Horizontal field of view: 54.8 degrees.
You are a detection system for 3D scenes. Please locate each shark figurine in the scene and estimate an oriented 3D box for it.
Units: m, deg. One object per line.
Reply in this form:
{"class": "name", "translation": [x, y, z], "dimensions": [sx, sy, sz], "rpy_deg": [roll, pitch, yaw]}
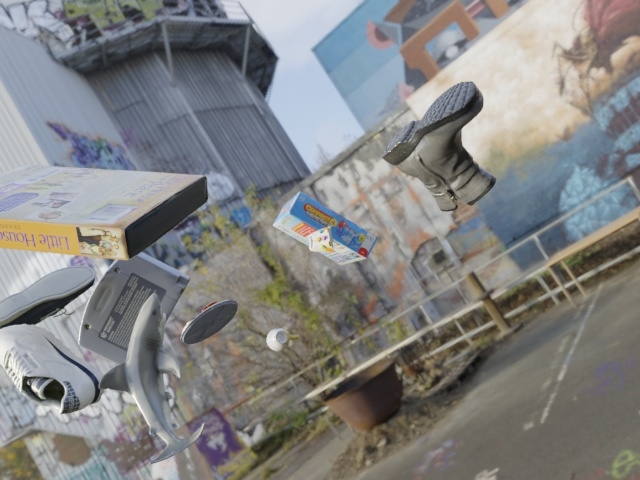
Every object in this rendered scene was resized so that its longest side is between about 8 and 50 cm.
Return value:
{"class": "shark figurine", "translation": [-0.288, 0.243, 0.985], "dimensions": [0.116, 0.278, 0.166], "rpy_deg": [3, -41, -35]}

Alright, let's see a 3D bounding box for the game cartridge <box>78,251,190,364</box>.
{"class": "game cartridge", "translation": [-0.484, 0.172, 1.573], "dimensions": [0.297, 0.198, 0.062], "rpy_deg": [-59, 6, 13]}

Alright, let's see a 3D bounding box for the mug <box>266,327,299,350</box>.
{"class": "mug", "translation": [-0.102, 0.257, 1.650], "dimensions": [0.078, 0.062, 0.064], "rpy_deg": [-35, -5, -19]}

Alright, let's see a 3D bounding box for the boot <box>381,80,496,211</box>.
{"class": "boot", "translation": [0.295, -0.188, 1.310], "dimensions": [0.118, 0.223, 0.338], "rpy_deg": [-55, 9, -20]}

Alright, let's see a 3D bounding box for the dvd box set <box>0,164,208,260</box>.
{"class": "dvd box set", "translation": [-0.461, -0.065, 1.139], "dimensions": [0.421, 0.062, 0.307], "rpy_deg": [4, 23, 14]}

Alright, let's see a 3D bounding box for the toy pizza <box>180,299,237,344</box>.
{"class": "toy pizza", "translation": [-0.341, 0.242, 1.880], "dimensions": [0.201, 0.032, 0.201], "rpy_deg": [-34, -21, -15]}

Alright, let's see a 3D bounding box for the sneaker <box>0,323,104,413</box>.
{"class": "sneaker", "translation": [-0.482, 0.215, 1.044], "dimensions": [0.095, 0.235, 0.090], "rpy_deg": [-23, -47, -66]}

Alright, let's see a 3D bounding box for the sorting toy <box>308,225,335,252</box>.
{"class": "sorting toy", "translation": [0.000, 0.000, 1.859], "dimensions": [0.075, 0.083, 0.045], "rpy_deg": [-13, -15, 22]}

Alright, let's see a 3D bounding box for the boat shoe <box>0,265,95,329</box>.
{"class": "boat shoe", "translation": [-0.652, 0.148, 1.468], "dimensions": [0.255, 0.095, 0.079], "rpy_deg": [-34, -39, -27]}

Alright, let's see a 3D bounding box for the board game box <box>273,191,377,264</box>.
{"class": "board game box", "translation": [0.007, -0.033, 2.145], "dimensions": [0.086, 0.302, 0.308], "rpy_deg": [-62, 10, -12]}
